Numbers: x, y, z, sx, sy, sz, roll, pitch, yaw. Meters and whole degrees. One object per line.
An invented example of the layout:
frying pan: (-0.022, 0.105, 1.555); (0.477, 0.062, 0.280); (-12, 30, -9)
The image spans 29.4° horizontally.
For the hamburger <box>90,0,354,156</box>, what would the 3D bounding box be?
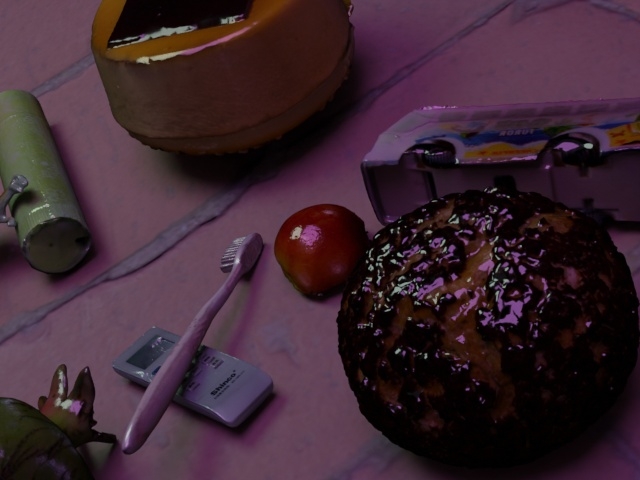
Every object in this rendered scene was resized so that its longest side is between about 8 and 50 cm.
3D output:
hamburger: (-0.102, -0.212, 1.332); (0.300, 0.176, 0.300); (-12, 42, 11)

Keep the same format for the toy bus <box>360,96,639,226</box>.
toy bus: (0.181, -0.069, 1.109); (0.274, 0.090, 0.112); (1, 40, 27)

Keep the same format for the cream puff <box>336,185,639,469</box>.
cream puff: (0.125, 0.056, 0.942); (0.239, 0.165, 0.239); (-15, 42, 14)

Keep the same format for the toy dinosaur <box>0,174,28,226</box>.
toy dinosaur: (-0.376, -0.018, 1.309); (0.187, 0.044, 0.106); (-12, 65, 51)

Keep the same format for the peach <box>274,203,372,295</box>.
peach: (-0.001, 0.001, 1.142); (0.098, 0.061, 0.098); (-20, 36, 15)

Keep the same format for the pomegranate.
pomegranate: (-0.235, 0.189, 1.002); (0.131, 0.152, 0.191); (-7, 22, 28)

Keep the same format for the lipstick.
lipstick: (-0.320, -0.072, 1.367); (0.076, 0.076, 0.304); (-27, 40, -3)

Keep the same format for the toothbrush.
toothbrush: (-0.115, 0.084, 1.097); (0.030, 0.025, 0.307); (-10, 30, 27)

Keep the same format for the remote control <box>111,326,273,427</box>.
remote control: (-0.116, 0.122, 1.092); (0.162, 0.029, 0.061); (16, 46, 42)
